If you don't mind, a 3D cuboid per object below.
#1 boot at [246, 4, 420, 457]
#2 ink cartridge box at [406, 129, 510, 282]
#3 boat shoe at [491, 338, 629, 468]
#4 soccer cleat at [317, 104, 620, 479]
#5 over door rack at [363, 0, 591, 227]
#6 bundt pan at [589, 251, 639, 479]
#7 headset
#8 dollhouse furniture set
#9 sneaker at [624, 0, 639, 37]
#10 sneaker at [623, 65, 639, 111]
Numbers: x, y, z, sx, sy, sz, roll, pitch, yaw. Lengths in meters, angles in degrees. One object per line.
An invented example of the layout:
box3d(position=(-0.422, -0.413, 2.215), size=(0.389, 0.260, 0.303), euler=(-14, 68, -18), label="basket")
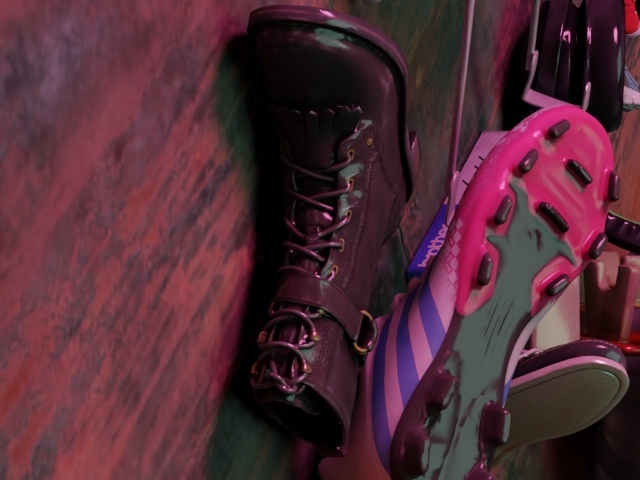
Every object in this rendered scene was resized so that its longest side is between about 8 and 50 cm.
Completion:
box3d(position=(0.000, 0.000, 1.267), size=(0.263, 0.091, 0.229), euler=(59, 40, -54), label="boot")
box3d(position=(0.150, -0.016, 1.594), size=(0.207, 0.097, 0.046), euler=(-59, 143, -48), label="ink cartridge box")
box3d(position=(0.142, 0.111, 1.471), size=(0.084, 0.233, 0.079), euler=(23, 59, -24), label="boat shoe")
box3d(position=(0.095, 0.045, 1.399), size=(0.116, 0.143, 0.331), euler=(39, 67, -28), label="soccer cleat")
box3d(position=(0.119, -0.193, 1.500), size=(0.239, 0.108, 0.324), euler=(-54, 142, -52), label="over door rack")
box3d(position=(0.342, 0.138, 1.952), size=(0.331, 0.124, 0.331), euler=(9, 90, -80), label="bundt pan")
box3d(position=(0.290, -0.174, 1.767), size=(0.185, 0.243, 0.394), euler=(50, 22, -80), label="headset")
box3d(position=(0.249, 0.086, 1.677), size=(0.259, 0.262, 0.135), euler=(0, 94, -32), label="dollhouse furniture set")
box3d(position=(0.309, -0.269, 1.998), size=(0.067, 0.042, 0.118), euler=(43, 45, -64), label="sneaker")
box3d(position=(0.278, -0.166, 1.920), size=(0.166, 0.065, 0.076), euler=(11, 78, -67), label="sneaker")
